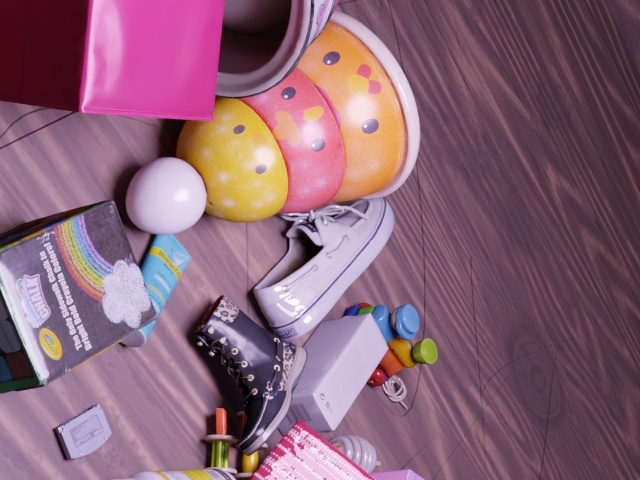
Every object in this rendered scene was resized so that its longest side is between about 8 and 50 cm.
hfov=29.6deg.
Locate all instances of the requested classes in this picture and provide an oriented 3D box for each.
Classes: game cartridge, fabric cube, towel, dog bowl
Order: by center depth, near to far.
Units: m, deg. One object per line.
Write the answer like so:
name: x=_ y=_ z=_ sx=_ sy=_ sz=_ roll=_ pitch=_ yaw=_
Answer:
fabric cube: x=-0.306 y=-0.307 z=1.656 sx=0.254 sy=0.259 sz=0.258 roll=-5 pitch=103 yaw=-53
game cartridge: x=-0.330 y=0.270 z=1.690 sx=0.083 sy=0.017 sz=0.056 roll=-28 pitch=97 yaw=-52
dog bowl: x=-0.137 y=-0.426 z=1.788 sx=0.150 sy=0.408 sz=0.408 roll=-39 pitch=110 yaw=-43
towel: x=-0.039 y=0.437 z=1.856 sx=0.199 sy=0.031 sz=0.275 roll=38 pitch=62 yaw=3

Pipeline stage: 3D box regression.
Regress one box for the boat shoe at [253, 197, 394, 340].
boat shoe: x=-0.007 y=0.002 z=2.111 sx=0.367 sy=0.136 sz=0.156 roll=-49 pitch=114 yaw=-37

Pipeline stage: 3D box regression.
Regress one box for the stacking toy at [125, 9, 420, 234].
stacking toy: x=-0.106 y=-0.135 z=1.931 sx=0.480 sy=0.351 sz=0.350 roll=-35 pitch=107 yaw=-34

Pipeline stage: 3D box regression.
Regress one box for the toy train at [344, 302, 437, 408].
toy train: x=0.155 y=0.216 z=2.223 sx=0.248 sy=0.143 sz=0.105 roll=53 pitch=43 yaw=-27

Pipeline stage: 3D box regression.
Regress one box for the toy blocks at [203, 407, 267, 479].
toy blocks: x=-0.131 y=0.297 z=1.903 sx=0.123 sy=0.054 sz=0.148 roll=23 pitch=61 yaw=-47

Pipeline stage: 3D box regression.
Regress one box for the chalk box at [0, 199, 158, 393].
chalk box: x=-0.387 y=0.086 z=1.545 sx=0.289 sy=0.179 sz=0.180 roll=-30 pitch=104 yaw=-51

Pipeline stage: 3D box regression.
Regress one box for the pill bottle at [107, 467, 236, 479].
pill bottle: x=-0.217 y=0.384 z=1.713 sx=0.208 sy=0.119 sz=0.119 roll=11 pitch=71 yaw=-50

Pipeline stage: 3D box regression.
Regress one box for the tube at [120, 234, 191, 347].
tube: x=-0.253 y=0.070 z=1.832 sx=0.080 sy=0.052 sz=0.207 roll=58 pitch=35 yaw=-33

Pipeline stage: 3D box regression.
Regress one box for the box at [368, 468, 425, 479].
box: x=0.122 y=0.491 z=2.035 sx=0.243 sy=0.213 sz=0.117 roll=39 pitch=51 yaw=-38

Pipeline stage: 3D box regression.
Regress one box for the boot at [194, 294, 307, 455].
boot: x=-0.127 y=0.206 z=1.874 sx=0.178 sy=0.085 sz=0.236 roll=39 pitch=38 yaw=-11

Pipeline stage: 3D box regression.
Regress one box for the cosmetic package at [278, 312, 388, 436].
cosmetic package: x=0.013 y=0.228 z=2.061 sx=0.231 sy=0.117 sz=0.085 roll=-49 pitch=118 yaw=-46

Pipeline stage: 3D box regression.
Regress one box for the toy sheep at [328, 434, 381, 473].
toy sheep: x=0.055 y=0.380 z=2.091 sx=0.132 sy=0.091 sz=0.091 roll=23 pitch=61 yaw=-42
